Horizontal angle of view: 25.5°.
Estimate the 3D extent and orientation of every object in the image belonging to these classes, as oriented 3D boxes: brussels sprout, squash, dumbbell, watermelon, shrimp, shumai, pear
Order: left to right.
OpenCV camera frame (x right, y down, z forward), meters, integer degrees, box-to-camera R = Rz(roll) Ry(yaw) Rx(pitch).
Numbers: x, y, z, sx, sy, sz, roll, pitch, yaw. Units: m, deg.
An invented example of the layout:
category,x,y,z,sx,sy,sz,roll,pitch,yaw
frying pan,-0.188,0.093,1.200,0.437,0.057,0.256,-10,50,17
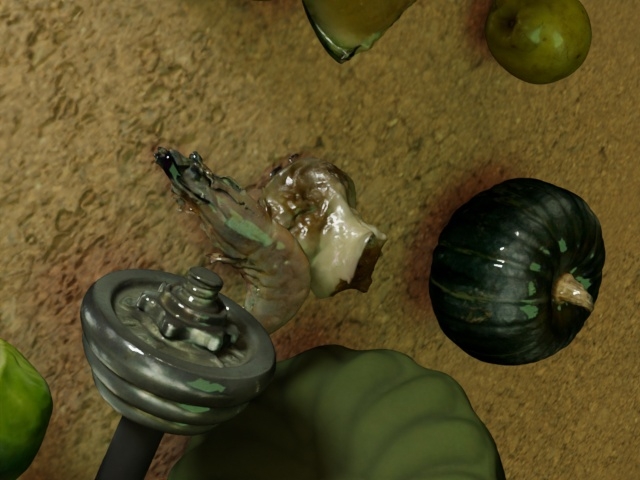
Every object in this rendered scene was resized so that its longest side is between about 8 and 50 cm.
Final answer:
category,x,y,z,sx,sy,sz,roll,pitch,yaw
brussels sprout,-0.296,0.153,1.149,0.149,0.122,0.152,0,116,-48
dumbbell,-0.173,0.199,1.245,0.179,0.179,0.406,1,122,-47
shrimp,-0.108,0.012,1.291,0.152,0.046,0.219,-35,120,7
shumai,0.003,-0.001,1.366,0.145,0.116,0.146,-25,131,-32
watermelon,0.070,-0.276,1.234,0.301,0.129,0.123,-53,141,-18
squash,0.223,0.035,1.583,0.218,0.172,0.218,0,90,-28
pear,0.227,-0.214,1.463,0.131,0.107,0.107,14,105,-47

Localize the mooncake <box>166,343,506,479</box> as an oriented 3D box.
category,x,y,z,sx,sy,sz,roll,pitch,yaw
mooncake,0.029,0.270,1.401,0.351,0.351,0.187,-41,141,-19
